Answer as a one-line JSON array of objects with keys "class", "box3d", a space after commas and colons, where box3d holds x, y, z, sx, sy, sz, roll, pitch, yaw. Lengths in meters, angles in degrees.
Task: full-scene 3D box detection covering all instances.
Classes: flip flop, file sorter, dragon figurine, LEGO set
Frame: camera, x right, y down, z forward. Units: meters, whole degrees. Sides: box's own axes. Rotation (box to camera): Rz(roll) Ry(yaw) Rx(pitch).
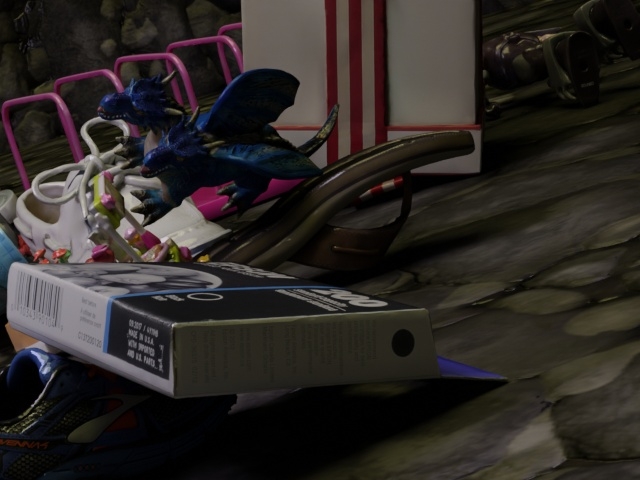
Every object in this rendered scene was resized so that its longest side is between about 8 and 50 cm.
[{"class": "flip flop", "box3d": [0.000, 0.000, 1.485, 0.277, 0.080, 0.112, -35, 8, -10]}, {"class": "file sorter", "box3d": [-0.165, -0.111, 2.098, 0.290, 0.182, 0.202, -21, 10, -27]}, {"class": "dragon figurine", "box3d": [-0.055, -0.074, 1.473, 0.289, 0.085, 0.144, -6, -13, -40]}, {"class": "LEGO set", "box3d": [-0.166, 0.021, 1.423, 0.132, 0.107, 0.287, -47, 19, -15]}]

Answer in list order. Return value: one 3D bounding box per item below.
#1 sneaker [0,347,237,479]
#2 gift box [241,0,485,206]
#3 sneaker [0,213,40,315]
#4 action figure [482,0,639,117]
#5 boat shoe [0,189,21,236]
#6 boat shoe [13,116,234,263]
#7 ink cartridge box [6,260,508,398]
[{"class": "sneaker", "box3d": [-0.132, 0.094, 1.090, 0.083, 0.087, 0.221, -7, 14, 46]}, {"class": "gift box", "box3d": [0.028, -0.181, 1.894, 0.276, 0.258, 0.255, 0, 15, 11]}, {"class": "sneaker", "box3d": [-0.329, 0.040, 1.725, 0.125, 0.104, 0.262, -38, 4, -19]}, {"class": "action figure", "box3d": [0.240, -0.194, 2.159, 0.185, 0.099, 0.285, -28, 8, -19]}, {"class": "boat shoe", "box3d": [-0.347, 0.005, 2.029, 0.114, 0.091, 0.302, -36, 15, -9]}, {"class": "boat shoe", "box3d": [-0.178, -0.025, 1.676, 0.135, 0.156, 0.367, -21, 9, -22]}, {"class": "ink cartridge box", "box3d": [-0.037, 0.044, 1.083, 0.208, 0.045, 0.206, 1, 7, -33]}]
